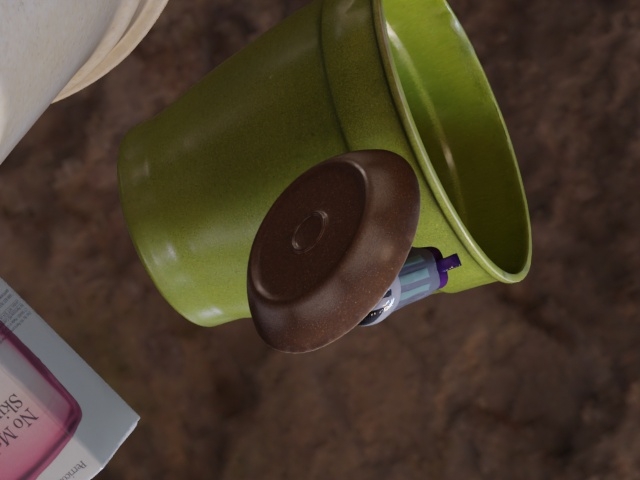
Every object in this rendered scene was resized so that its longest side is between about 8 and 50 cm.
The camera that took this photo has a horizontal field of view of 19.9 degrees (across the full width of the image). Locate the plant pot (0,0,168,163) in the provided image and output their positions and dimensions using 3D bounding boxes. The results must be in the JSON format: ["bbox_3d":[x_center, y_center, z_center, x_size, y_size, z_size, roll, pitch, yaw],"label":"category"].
[{"bbox_3d":[-0.257,-0.149,1.009,0.305,0.334,0.333,-80,159,-58],"label":"plant pot"}]

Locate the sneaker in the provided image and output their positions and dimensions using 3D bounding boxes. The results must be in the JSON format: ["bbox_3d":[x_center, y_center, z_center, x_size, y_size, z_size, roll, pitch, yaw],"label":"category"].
[{"bbox_3d":[0.036,0.038,1.604,0.224,0.098,0.083,3,-73,64],"label":"sneaker"}]

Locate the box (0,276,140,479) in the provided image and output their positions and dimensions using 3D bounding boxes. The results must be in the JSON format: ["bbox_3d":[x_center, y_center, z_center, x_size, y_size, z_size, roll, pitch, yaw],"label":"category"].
[{"bbox_3d":[-0.337,0.177,1.953,0.232,0.148,0.127,46,23,-5],"label":"box"}]

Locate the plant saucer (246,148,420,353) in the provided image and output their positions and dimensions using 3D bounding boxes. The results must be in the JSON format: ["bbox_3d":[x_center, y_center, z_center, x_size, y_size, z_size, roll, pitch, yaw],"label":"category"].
[{"bbox_3d":[0.000,0.000,1.554,0.036,0.198,0.198,36,1,-34],"label":"plant saucer"}]

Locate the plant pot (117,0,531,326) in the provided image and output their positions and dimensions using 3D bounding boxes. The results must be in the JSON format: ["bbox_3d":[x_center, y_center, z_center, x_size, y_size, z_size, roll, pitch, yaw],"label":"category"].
[{"bbox_3d":[-0.011,-0.071,1.935,0.366,0.353,0.366,54,24,-38],"label":"plant pot"}]
